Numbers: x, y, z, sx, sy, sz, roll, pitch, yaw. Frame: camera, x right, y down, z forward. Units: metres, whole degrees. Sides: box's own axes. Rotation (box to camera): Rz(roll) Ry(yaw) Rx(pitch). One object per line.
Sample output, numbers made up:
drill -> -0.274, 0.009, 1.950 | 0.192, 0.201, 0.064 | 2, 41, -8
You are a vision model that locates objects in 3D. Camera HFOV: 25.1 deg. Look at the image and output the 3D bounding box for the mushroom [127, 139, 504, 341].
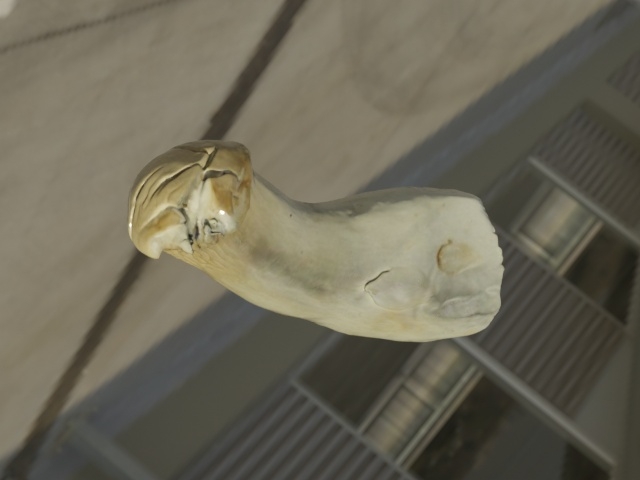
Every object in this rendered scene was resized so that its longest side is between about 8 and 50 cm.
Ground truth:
mushroom -> -0.003, 0.003, 0.781 | 0.223, 0.081, 0.092 | 13, 133, -31
